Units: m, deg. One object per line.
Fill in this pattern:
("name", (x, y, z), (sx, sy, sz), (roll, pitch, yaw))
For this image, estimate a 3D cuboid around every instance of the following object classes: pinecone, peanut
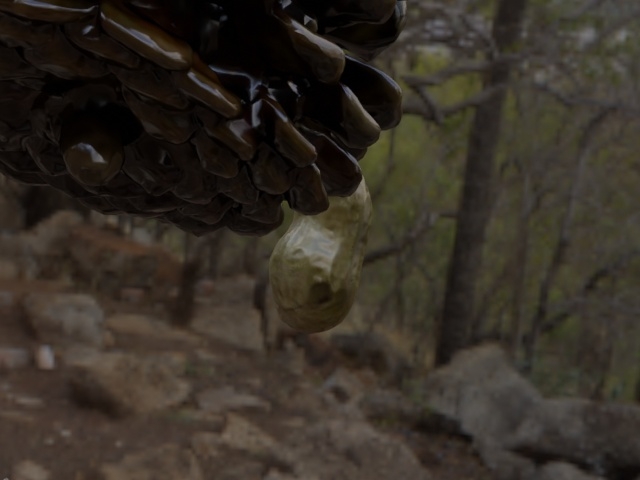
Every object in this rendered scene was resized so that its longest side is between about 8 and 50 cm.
("pinecone", (-0.126, -0.191, 0.946), (0.397, 0.398, 0.398), (5, 8, -1))
("peanut", (0.000, 0.000, 1.742), (0.120, 0.236, 0.110), (9, 6, -7))

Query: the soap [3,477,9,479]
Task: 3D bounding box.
("soap", (-0.342, 0.375, 1.433), (0.076, 0.233, 0.135), (19, 14, 3))
